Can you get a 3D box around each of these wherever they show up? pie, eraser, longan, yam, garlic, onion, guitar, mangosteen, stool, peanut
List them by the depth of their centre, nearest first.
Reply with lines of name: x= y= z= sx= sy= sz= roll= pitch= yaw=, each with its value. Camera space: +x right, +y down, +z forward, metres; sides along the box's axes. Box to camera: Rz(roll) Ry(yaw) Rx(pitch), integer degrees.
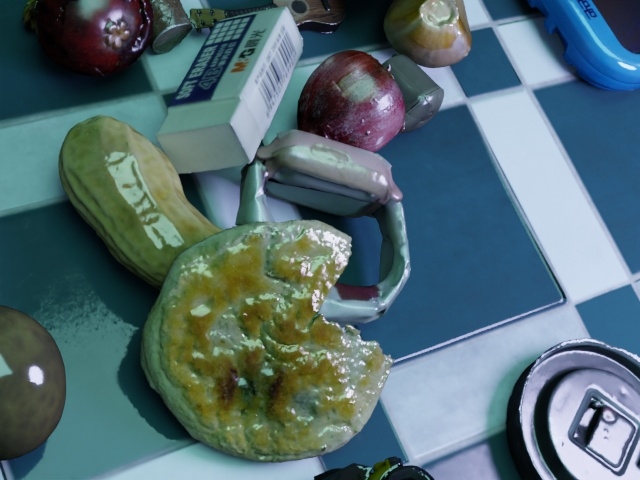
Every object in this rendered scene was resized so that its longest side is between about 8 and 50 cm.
longan: x=-0.389 y=0.175 z=1.258 sx=0.185 sy=0.159 sz=0.204 roll=34 pitch=75 yaw=-5
pie: x=-0.065 y=0.134 z=1.388 sx=0.337 sy=0.075 sz=0.337 roll=-2 pitch=97 yaw=-16
peanut: x=-0.221 y=-0.033 z=1.439 sx=0.147 sy=0.147 sz=0.305 roll=-35 pitch=82 yaw=-31
mangosteen: x=-0.326 y=-0.317 z=1.535 sx=0.166 sy=0.166 sz=0.180 roll=-31 pitch=55 yaw=-31
eraser: x=-0.121 y=-0.216 z=1.539 sx=0.124 sy=0.081 sz=0.279 roll=-6 pitch=42 yaw=24
onion: x=0.028 y=-0.185 z=1.606 sx=0.195 sy=0.159 sz=0.159 roll=-37 pitch=82 yaw=-18
yam: x=-0.247 y=-0.356 z=1.620 sx=0.079 sy=0.079 sz=0.141 roll=-22 pitch=77 yaw=-29
stool: x=0.130 y=-0.229 z=1.701 sx=0.096 sy=0.096 sz=0.110 roll=-33 pitch=75 yaw=-31
guitar: x=-0.086 y=-0.350 z=1.705 sx=0.271 sy=0.038 sz=0.084 roll=-14 pitch=71 yaw=-29
garlic: x=0.183 y=-0.370 z=1.753 sx=0.145 sy=0.164 sz=0.245 roll=17 pitch=41 yaw=-3

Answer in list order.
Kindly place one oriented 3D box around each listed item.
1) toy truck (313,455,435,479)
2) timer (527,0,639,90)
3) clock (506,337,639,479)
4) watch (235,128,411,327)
toy truck: x=0.079 y=0.385 z=1.363 sx=0.165 sy=0.147 sz=0.224 roll=-14 pitch=72 yaw=-2
timer: x=0.518 y=-0.428 z=1.940 sx=0.309 sy=0.115 sz=0.340 roll=-22 pitch=75 yaw=-30
clock: x=0.398 y=0.279 z=1.578 sx=0.281 sy=0.055 sz=0.280 roll=9 pitch=62 yaw=-18
watch: x=0.000 y=0.000 z=1.519 sx=0.253 sy=0.162 sz=0.241 roll=16 pitch=73 yaw=-11
